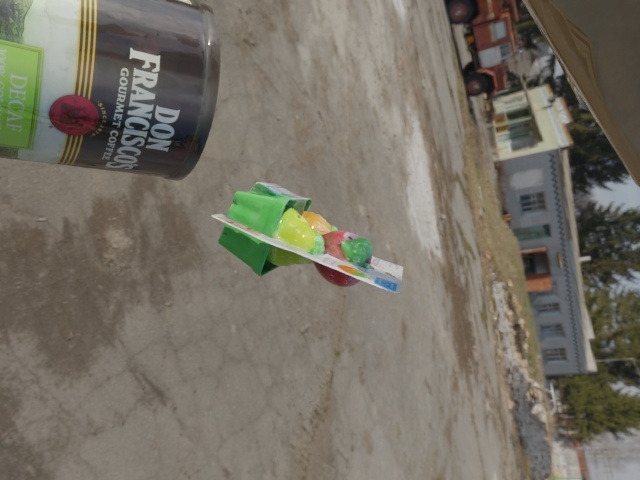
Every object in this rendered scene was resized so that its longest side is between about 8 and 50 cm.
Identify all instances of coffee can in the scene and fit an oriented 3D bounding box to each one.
[{"bbox_3d":[-0.266,-0.174,0.495,0.276,0.202,0.201,3,75,-34],"label":"coffee can"}]

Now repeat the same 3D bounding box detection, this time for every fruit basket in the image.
[{"bbox_3d":[0.000,0.000,0.999,0.327,0.354,0.165,-23,128,-78],"label":"fruit basket"}]

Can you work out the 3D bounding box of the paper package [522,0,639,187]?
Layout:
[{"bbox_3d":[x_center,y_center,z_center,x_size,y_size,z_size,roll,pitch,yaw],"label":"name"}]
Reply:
[{"bbox_3d":[0.270,-0.239,0.284,0.309,0.325,0.168,48,32,-20],"label":"paper package"}]
